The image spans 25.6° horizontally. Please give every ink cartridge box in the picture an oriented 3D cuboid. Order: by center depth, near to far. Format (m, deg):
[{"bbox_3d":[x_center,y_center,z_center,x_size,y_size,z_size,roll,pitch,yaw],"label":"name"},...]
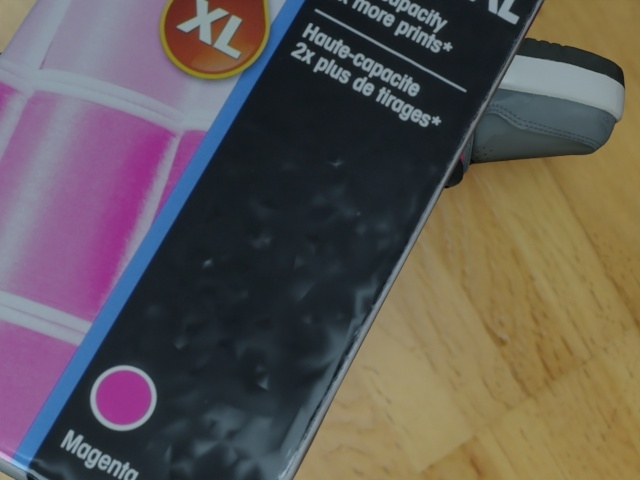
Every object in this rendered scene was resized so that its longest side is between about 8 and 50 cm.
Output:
[{"bbox_3d":[-0.025,-0.064,0.572,0.176,0.069,0.371,28,72,3],"label":"ink cartridge box"}]

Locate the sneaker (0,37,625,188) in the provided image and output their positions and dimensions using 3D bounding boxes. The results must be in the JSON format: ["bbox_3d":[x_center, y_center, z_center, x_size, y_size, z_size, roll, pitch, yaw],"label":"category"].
[{"bbox_3d":[0.000,0.000,0.644,0.295,0.124,0.178,-2,84,-7],"label":"sneaker"}]
